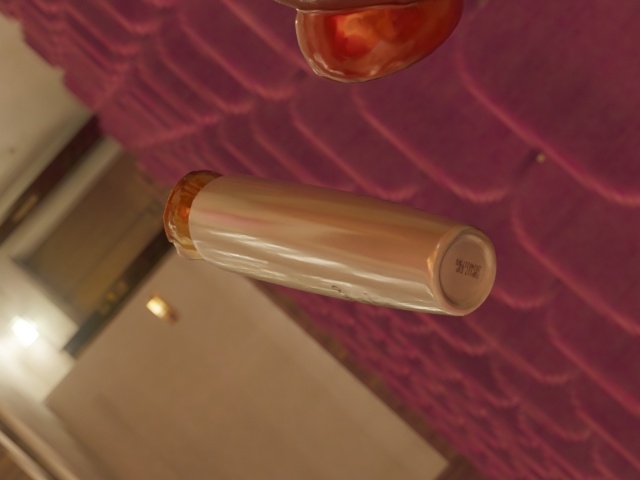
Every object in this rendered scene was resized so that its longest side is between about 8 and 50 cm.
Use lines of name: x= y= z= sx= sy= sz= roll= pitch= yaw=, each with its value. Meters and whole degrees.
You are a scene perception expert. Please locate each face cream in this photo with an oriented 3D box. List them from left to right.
face cream: x=0.000 y=0.000 z=0.815 sx=0.182 sy=0.051 sz=0.072 roll=12 pitch=178 yaw=43

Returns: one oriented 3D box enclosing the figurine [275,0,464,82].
figurine: x=0.007 y=-0.175 z=0.676 sx=0.173 sy=0.173 sz=0.173 roll=42 pitch=178 yaw=2
